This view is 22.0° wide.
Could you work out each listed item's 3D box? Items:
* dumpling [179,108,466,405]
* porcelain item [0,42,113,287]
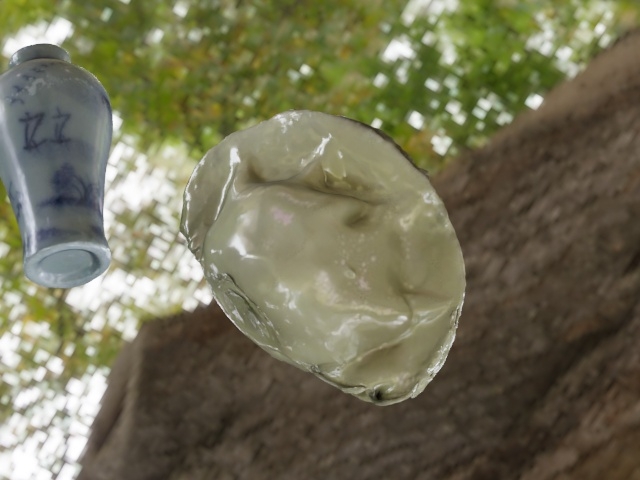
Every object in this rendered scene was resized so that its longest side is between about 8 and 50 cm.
[{"bbox_3d":[0.000,0.000,1.131,0.247,0.172,0.142,38,-172,27],"label":"dumpling"},{"bbox_3d":[-0.273,-0.082,1.673,0.141,0.141,0.259,17,-131,-39],"label":"porcelain item"}]
